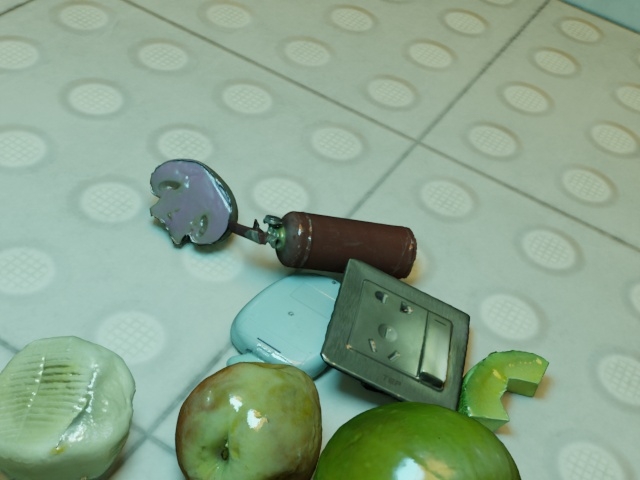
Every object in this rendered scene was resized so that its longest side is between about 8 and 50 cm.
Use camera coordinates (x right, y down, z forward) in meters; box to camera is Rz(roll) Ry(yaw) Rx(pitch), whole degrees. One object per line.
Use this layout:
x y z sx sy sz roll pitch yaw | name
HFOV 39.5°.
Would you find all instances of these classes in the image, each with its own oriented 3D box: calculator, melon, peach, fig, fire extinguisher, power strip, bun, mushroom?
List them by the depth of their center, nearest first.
0.117 0.358 1.219 0.316 0.316 0.316 8 43 -7 | fig
-0.367 0.251 1.295 0.229 0.145 0.229 -13 52 18 | bun
-0.088 0.278 1.303 0.214 0.214 0.235 37 31 23 | peach
0.303 0.253 1.528 0.118 0.064 0.209 34 48 14 | melon
0.126 0.179 1.535 0.251 0.092 0.257 23 41 -3 | power strip
-0.049 0.152 1.551 0.184 0.042 0.295 30 44 17 | calculator
0.000 0.000 1.647 0.337 0.106 0.147 8 9 -25 | fire extinguisher
-0.228 -0.070 1.689 0.188 0.141 0.117 50 19 16 | mushroom
